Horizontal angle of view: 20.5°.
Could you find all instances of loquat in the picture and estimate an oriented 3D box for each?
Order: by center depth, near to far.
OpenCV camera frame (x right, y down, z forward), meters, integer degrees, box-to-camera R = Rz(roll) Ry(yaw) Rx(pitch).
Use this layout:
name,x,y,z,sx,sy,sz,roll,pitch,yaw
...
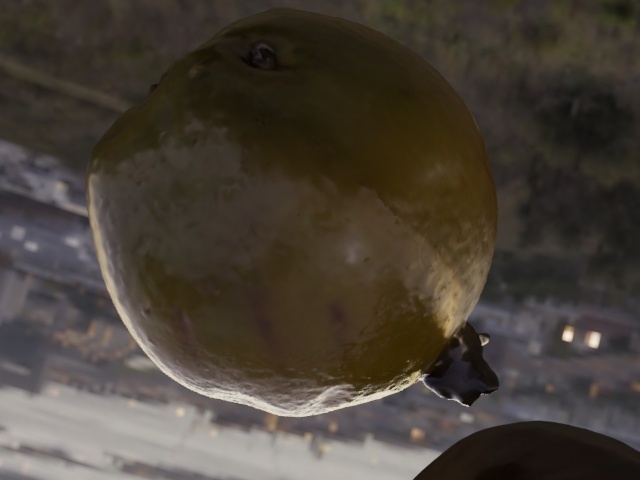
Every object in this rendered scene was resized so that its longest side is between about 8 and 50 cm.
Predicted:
name,x,y,z,sx,sy,sz,roll,pitch,yaw
loquat,0.000,0.000,0.935,0.246,0.213,0.213,44,159,-11

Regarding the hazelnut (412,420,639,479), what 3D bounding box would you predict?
name,x,y,z,sx,sy,sz,roll,pitch,yaw
hazelnut,0.144,0.215,0.963,0.217,0.251,0.217,-12,142,-10
